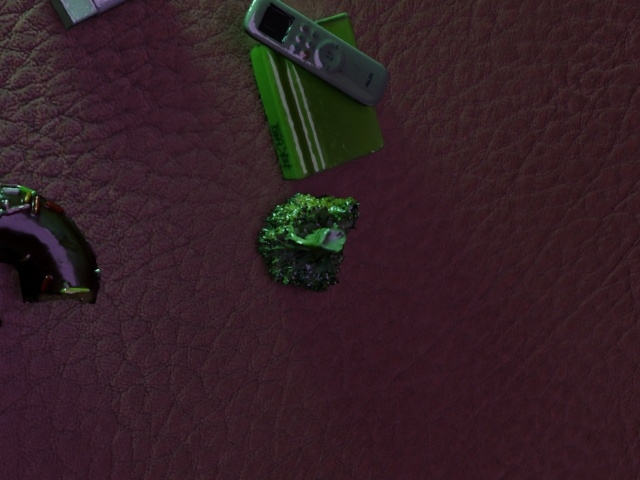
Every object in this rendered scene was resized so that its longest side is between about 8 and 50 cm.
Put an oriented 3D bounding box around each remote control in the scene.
[{"bbox_3d":[-0.006,-0.350,1.877,0.309,0.038,0.090,29,80,-25],"label":"remote control"}]

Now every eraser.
[{"bbox_3d":[-0.377,-0.470,1.768,0.210,0.068,0.124,-34,106,-23],"label":"eraser"},{"bbox_3d":[-0.008,-0.276,1.952,0.210,0.092,0.274,-22,102,-25],"label":"eraser"}]

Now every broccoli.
[{"bbox_3d":[0.000,0.000,1.899,0.220,0.194,0.194,-46,110,-14],"label":"broccoli"}]

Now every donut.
[{"bbox_3d":[-0.531,0.037,1.614,0.345,0.136,0.259,-25,98,-27],"label":"donut"}]
